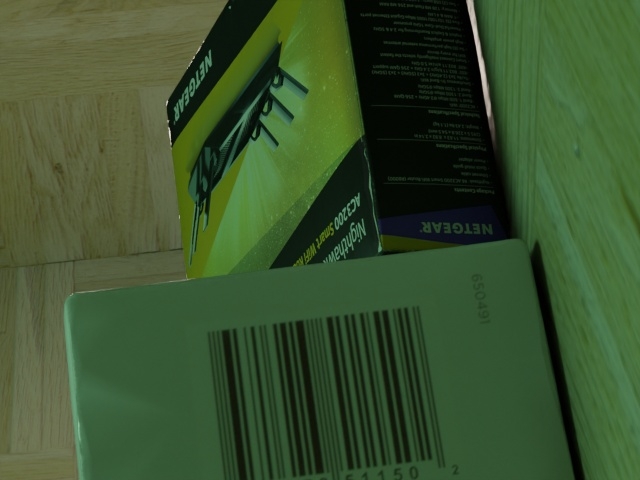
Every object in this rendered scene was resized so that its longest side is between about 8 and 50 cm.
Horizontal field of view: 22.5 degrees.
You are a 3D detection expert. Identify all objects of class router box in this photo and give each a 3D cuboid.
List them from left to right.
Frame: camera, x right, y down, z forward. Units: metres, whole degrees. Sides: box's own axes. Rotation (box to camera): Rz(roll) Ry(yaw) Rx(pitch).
[{"bbox_3d":[-0.005,-0.045,0.981,0.309,0.081,0.243,132,134,-58],"label":"router box"}]

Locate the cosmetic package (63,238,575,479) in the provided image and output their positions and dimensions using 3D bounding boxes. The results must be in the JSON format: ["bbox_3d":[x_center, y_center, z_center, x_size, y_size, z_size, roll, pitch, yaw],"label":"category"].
[{"bbox_3d":[-0.005,0.168,0.933,0.453,0.230,0.161,91,171,-67],"label":"cosmetic package"}]
